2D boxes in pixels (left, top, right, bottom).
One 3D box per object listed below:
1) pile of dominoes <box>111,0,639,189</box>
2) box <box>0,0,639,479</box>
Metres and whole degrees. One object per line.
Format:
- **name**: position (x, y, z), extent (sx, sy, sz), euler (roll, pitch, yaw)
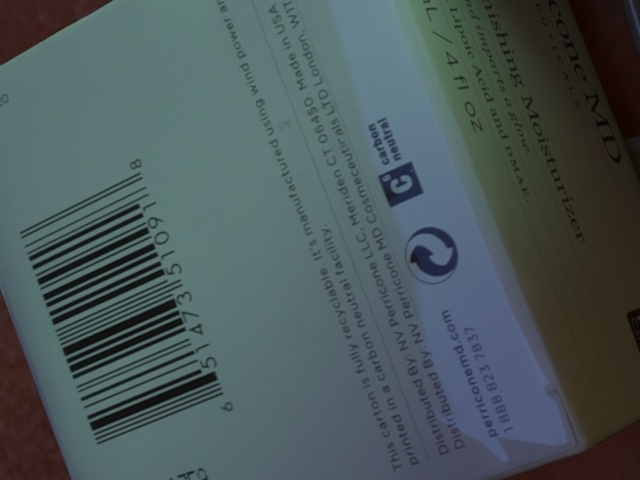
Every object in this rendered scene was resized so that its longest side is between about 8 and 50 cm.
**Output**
- **pile of dominoes**: position (0.024, -0.080, 0.653), extent (0.251, 0.040, 0.196), euler (-16, 89, 31)
- **box**: position (0.000, 0.000, 0.585), extent (0.182, 0.119, 0.181), euler (-24, 84, 30)
